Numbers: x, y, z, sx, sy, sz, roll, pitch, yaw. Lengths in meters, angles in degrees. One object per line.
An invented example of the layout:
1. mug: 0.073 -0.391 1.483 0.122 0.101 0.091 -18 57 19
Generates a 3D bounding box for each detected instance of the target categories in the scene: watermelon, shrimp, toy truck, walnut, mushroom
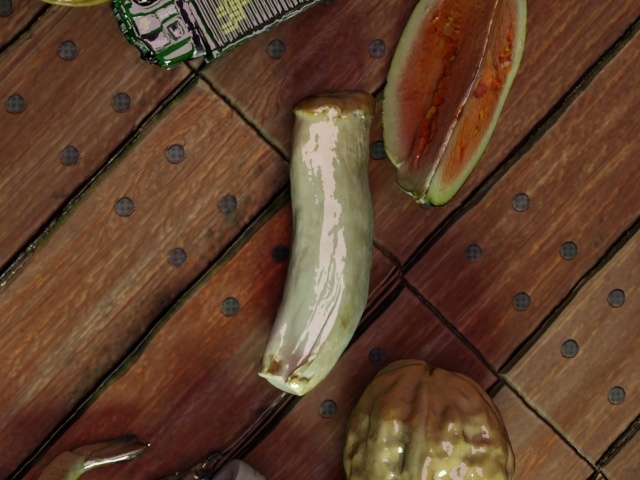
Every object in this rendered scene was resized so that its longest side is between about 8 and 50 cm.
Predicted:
1. watermelon: 0.138 -0.193 1.833 0.128 0.159 0.303 20 92 19
2. shrimp: -0.232 0.283 1.804 0.145 0.059 0.254 45 60 5
3. toy truck: -0.098 -0.279 1.801 0.259 0.088 0.121 -29 98 -9
4. walnut: 0.121 0.256 1.820 0.198 0.198 0.245 4 89 -11
5. mushroom: 0.000 0.000 1.827 0.122 0.095 0.351 9 87 -37

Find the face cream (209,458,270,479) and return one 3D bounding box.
1. face cream: 0.011 0.409 1.828 0.369 0.145 0.145 38 86 -9

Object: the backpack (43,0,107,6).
1. backpack: -0.277 -0.433 1.678 0.353 0.201 0.378 32 76 -27
